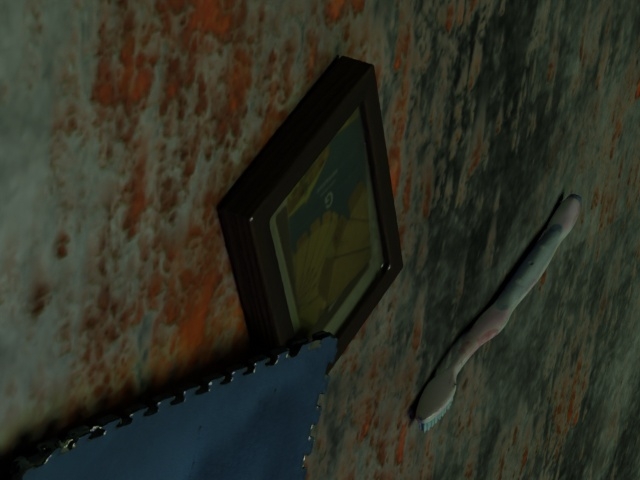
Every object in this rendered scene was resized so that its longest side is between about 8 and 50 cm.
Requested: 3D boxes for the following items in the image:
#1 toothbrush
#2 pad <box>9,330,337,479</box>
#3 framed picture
[{"bbox_3d":[0.139,0.049,1.209,0.269,0.021,0.027,-50,160,-37],"label":"toothbrush"},{"bbox_3d":[-0.089,0.193,0.834,0.269,0.012,0.270,-15,124,-56],"label":"pad"},{"bbox_3d":[0.000,0.000,0.891,0.128,0.023,0.168,-53,150,-32],"label":"framed picture"}]
